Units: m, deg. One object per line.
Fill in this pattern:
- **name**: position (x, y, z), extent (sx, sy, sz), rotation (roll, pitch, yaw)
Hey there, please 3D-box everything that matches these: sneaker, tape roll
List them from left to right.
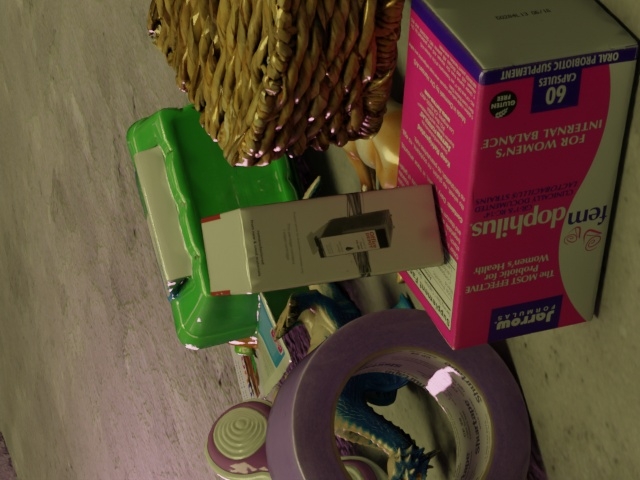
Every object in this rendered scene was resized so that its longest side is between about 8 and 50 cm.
- **sneaker**: position (0.015, 0.261, 1.724), extent (0.305, 0.114, 0.152), rotation (38, 170, 49)
- **tape roll**: position (0.059, 0.152, 1.370), extent (0.080, 0.189, 0.189), rotation (132, 125, -67)

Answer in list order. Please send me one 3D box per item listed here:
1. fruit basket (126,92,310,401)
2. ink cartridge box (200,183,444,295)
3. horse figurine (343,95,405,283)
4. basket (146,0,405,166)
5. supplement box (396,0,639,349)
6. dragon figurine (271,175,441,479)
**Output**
- **fruit basket**: position (-0.107, 0.001, 1.793), extent (0.353, 0.165, 0.327), rotation (131, 126, -70)
- **ink cartridge box**: position (0.000, 0.000, 1.193), extent (0.099, 0.135, 0.056), rotation (171, 91, -71)
- **horse figurine**: position (0.057, -0.058, 1.447), extent (0.263, 0.066, 0.174), rotation (-130, 28, -58)
- **basket**: position (0.023, -0.213, 1.239), extent (0.213, 0.223, 0.299), rotation (56, 150, 39)
- **supplement box**: position (0.122, -0.052, 1.193), extent (0.114, 0.111, 0.220), rotation (-123, 28, -47)
- **dragon figurine**: position (0.036, 0.096, 1.556), extent (0.085, 0.144, 0.289), rotation (115, 159, -62)
